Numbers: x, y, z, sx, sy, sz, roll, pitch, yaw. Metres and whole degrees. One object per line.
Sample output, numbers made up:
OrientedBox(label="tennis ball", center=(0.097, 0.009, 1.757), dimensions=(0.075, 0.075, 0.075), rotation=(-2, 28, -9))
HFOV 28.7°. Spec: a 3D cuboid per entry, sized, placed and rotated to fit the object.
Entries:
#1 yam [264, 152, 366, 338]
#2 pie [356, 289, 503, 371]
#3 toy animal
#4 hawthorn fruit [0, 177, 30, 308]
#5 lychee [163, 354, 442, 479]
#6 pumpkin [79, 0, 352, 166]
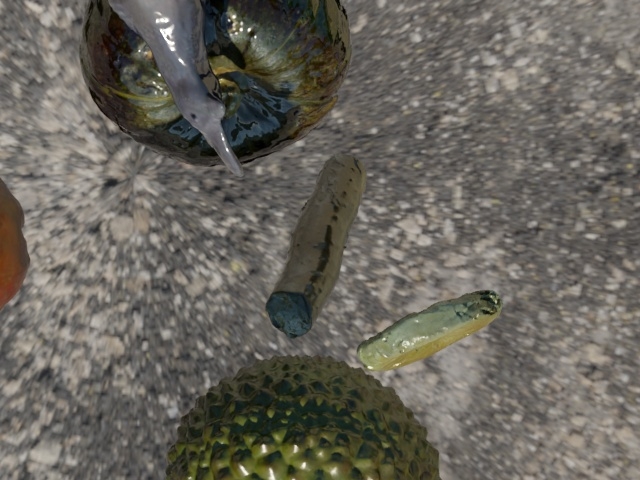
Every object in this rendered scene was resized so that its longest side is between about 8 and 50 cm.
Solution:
OrientedBox(label="yam", center=(0.000, 0.000, 1.528), dimensions=(0.071, 0.317, 0.067), rotation=(-9, 123, 23))
OrientedBox(label="pie", center=(0.057, 0.048, 0.663), dimensions=(0.084, 0.084, 0.020), rotation=(-23, 77, -7))
OrientedBox(label="toy animal", center=(-0.138, -0.240, 0.935), dimensions=(0.081, 0.206, 0.367), rotation=(-20, 68, -1))
OrientedBox(label="hawthorn fruit", center=(-0.516, 0.017, 1.646), dimensions=(0.262, 0.258, 0.258), rotation=(-31, 97, -22))
OrientedBox(label="lychee", center=(-0.012, 0.241, 1.199), dimensions=(0.270, 0.320, 0.270), rotation=(-4, 80, 26))
OrientedBox(label="pumpkin", center=(-0.089, -0.162, 1.091), dimensions=(0.238, 0.238, 0.159), rotation=(4, 52, -9))
